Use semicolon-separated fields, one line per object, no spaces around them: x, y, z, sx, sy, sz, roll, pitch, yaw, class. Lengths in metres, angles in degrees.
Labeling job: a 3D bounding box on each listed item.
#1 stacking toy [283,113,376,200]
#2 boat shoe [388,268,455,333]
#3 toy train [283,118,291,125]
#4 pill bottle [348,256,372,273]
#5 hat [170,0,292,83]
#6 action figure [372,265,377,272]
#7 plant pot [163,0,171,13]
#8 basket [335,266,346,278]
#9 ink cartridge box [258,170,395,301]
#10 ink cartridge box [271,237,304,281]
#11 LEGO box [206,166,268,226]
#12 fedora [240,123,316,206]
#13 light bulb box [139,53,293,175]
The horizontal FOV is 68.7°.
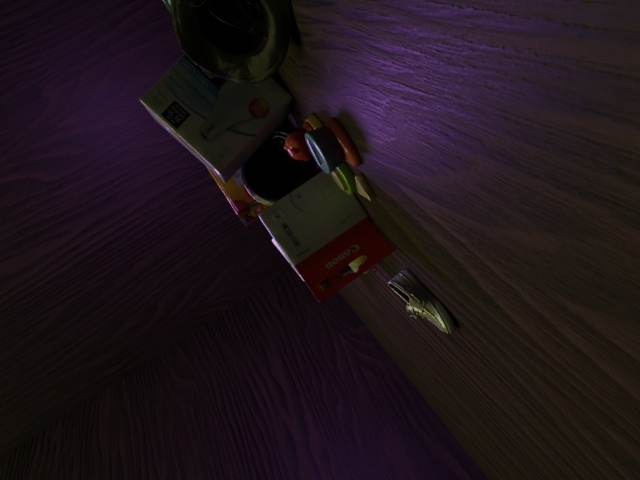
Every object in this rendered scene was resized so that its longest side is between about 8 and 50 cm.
0.015;-0.224;1.411;0.280;0.130;0.309;60;173;-22;stacking toy
0.307;0.198;1.452;0.267;0.088;0.096;52;172;37;boat shoe
-0.146;-0.478;1.843;0.158;0.027;0.036;58;177;-8;toy train
0.142;0.037;1.771;0.119;0.119;0.208;53;172;32;pill bottle
-0.209;-0.568;1.158;0.331;0.331;0.134;63;-152;-43;hat
0.201;0.092;2.005;0.115;0.030;0.038;53;178;46;action figure
-0.406;-0.803;1.466;0.290;0.195;0.290;55;174;9;plant pot
0.000;0.000;1.853;0.213;0.223;0.299;17;151;26;basket
0.013;-0.032;1.559;0.385;0.308;0.091;52;173;33;ink cartridge box
-0.078;0.022;2.251;0.283;0.117;0.207;49;127;22;ink cartridge box
-0.346;-0.384;2.249;0.500;0.372;0.193;56;174;15;LEGO box
-0.142;-0.272;1.796;0.334;0.334;0.152;54;-170;21;fedora
-0.345;-0.459;1.619;0.358;0.361;0.225;42;174;-5;light bulb box
